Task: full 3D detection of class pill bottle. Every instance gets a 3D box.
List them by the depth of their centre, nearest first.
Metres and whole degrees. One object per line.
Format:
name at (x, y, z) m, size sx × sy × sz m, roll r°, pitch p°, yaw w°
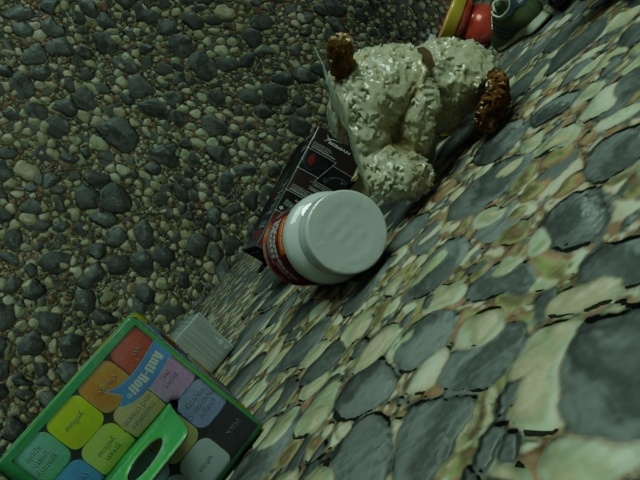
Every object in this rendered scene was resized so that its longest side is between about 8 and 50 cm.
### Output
pill bottle at (0.000, 0.000, 0.744) m, size 0.121 × 0.121 × 0.221 m, roll -49°, pitch 9°, yaw -15°

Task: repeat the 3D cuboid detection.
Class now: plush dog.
plush dog at (0.131, -0.208, 0.751) m, size 0.226 × 0.210 × 0.262 m, roll -18°, pitch 40°, yaw -5°

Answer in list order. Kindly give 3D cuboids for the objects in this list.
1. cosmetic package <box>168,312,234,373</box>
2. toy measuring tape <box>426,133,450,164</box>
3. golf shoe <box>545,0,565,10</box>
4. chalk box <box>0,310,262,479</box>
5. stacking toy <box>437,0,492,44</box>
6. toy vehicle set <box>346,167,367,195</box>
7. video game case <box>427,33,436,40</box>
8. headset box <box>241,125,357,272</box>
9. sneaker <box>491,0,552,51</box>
cosmetic package at (-0.281, 0.256, 1.019) m, size 0.238 × 0.107 × 0.127 m, roll -47°, pitch 11°, yaw -24°
toy measuring tape at (0.159, -0.203, 0.924) m, size 0.121 × 0.121 × 0.330 m, roll -36°, pitch 19°, yaw 52°
golf shoe at (0.424, -0.468, 0.961) m, size 0.094 × 0.077 × 0.198 m, roll -39°, pitch 13°, yaw 42°
chalk box at (-0.196, 0.200, 0.592) m, size 0.180 × 0.179 × 0.289 m, roll -50°, pitch 9°, yaw -17°
stacking toy at (0.357, -0.481, 1.428) m, size 0.309 × 0.131 × 0.279 m, roll -61°, pitch -10°, yaw -69°
toy vehicle set at (0.062, -0.112, 1.237) m, size 0.166 × 0.035 × 0.267 m, roll -49°, pitch 9°, yaw -12°
video game case at (0.269, -0.450, 1.526) m, size 0.201 × 0.023 × 0.183 m, roll -67°, pitch -4°, yaw -49°
headset box at (-0.050, -0.060, 1.127) m, size 0.293 × 0.110 × 0.218 m, roll -63°, pitch 12°, yaw -9°
sneaker at (0.356, -0.421, 1.043) m, size 0.064 × 0.086 × 0.192 m, roll -47°, pitch 8°, yaw 2°
